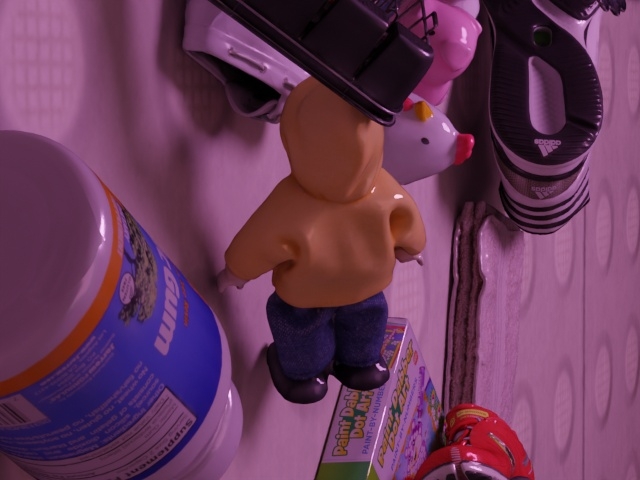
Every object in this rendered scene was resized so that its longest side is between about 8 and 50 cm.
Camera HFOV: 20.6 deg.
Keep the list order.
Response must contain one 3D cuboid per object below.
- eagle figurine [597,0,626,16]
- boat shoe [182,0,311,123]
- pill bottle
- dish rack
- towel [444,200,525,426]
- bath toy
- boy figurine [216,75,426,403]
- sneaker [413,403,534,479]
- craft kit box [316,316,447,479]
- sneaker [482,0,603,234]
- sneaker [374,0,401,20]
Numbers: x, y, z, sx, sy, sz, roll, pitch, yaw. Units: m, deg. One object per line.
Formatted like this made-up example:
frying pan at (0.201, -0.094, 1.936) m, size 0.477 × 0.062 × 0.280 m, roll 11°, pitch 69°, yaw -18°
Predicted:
eagle figurine at (0.235, -0.396, 1.871) m, size 0.226 × 0.225 × 0.298 m, roll -30°, pitch 128°, yaw -64°
boat shoe at (-0.048, -0.130, 1.399) m, size 0.226 × 0.083 × 0.076 m, roll 38°, pitch 66°, yaw -50°
pill bottle at (-0.142, 0.063, 1.036) m, size 0.272 × 0.152 × 0.152 m, roll 55°, pitch 42°, yaw -57°
dish rack at (-0.005, -0.226, 1.353) m, size 0.208 × 0.074 × 0.271 m, roll 36°, pitch 26°, yaw -22°
towel at (0.197, 0.102, 2.074) m, size 0.187 × 0.049 × 0.282 m, roll 19°, pitch 73°, yaw -67°
bath toy at (0.112, -0.195, 1.722) m, size 0.151 × 0.129 × 0.348 m, roll 68°, pitch 32°, yaw -47°
boy figurine at (0.000, 0.000, 1.406) m, size 0.092 × 0.177 × 0.285 m, roll -122°, pitch -156°, yaw -50°
sneaker at (0.149, 0.222, 1.782) m, size 0.279 × 0.107 × 0.118 m, roll 32°, pitch 43°, yaw -69°
craft kit box at (0.065, 0.246, 1.734) m, size 0.246 × 0.061 × 0.250 m, roll 64°, pitch 34°, yaw -46°
sneaker at (0.260, -0.205, 2.131) m, size 0.257 × 0.169 × 0.447 m, roll 89°, pitch 8°, yaw -56°
sneaker at (0.102, -0.252, 1.616) m, size 0.086 × 0.163 × 0.226 m, roll -161°, pitch -97°, yaw -69°
